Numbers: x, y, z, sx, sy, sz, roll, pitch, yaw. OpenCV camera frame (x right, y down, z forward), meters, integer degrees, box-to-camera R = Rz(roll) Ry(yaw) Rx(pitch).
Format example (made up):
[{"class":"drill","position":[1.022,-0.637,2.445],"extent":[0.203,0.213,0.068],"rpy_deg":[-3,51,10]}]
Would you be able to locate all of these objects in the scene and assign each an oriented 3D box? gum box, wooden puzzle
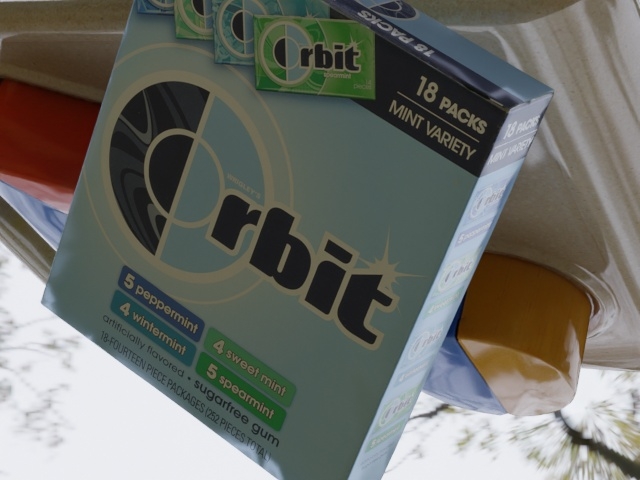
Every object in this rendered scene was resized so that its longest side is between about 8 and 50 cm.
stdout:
[{"class":"gum box","position":[-0.017,-0.013,0.688],"extent":[0.157,0.041,0.184],"rpy_deg":[34,-59,22]},{"class":"wooden puzzle","position":[0.000,0.000,0.847],"extent":[0.347,0.322,0.081],"rpy_deg":[-3,-120,22]}]
